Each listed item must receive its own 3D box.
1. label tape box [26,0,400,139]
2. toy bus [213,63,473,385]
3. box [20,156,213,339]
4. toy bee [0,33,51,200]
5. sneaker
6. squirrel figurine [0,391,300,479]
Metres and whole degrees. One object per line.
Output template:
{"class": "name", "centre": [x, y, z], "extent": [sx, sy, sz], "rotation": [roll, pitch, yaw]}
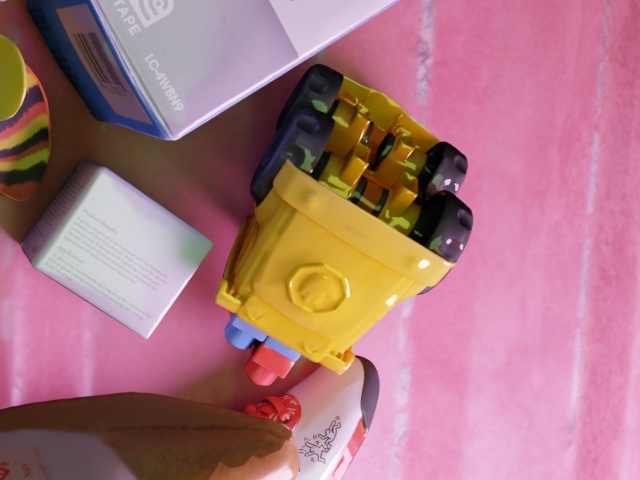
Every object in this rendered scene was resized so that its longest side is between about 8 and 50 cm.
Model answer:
{"class": "label tape box", "centre": [-0.013, -0.207, 0.808], "extent": [0.348, 0.249, 0.115], "rotation": [-35, 108, -13]}
{"class": "toy bus", "centre": [0.000, 0.000, 0.896], "extent": [0.149, 0.220, 0.211], "rotation": [30, 117, -10]}
{"class": "box", "centre": [-0.152, 0.003, 0.865], "extent": [0.101, 0.102, 0.087], "rotation": [36, 86, -21]}
{"class": "toy bee", "centre": [-0.266, -0.129, 0.735], "extent": [0.195, 0.298, 0.162], "rotation": [19, 89, 11]}
{"class": "sneaker", "centre": [-0.078, 0.174, 0.923], "extent": [0.145, 0.090, 0.270], "rotation": [40, 86, -23]}
{"class": "squirrel figurine", "centre": [-0.232, 0.305, 0.792], "extent": [0.397, 0.281, 0.370], "rotation": [11, 114, 20]}
